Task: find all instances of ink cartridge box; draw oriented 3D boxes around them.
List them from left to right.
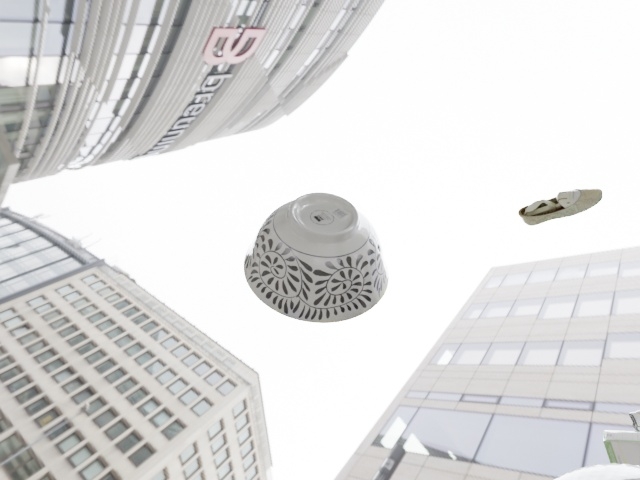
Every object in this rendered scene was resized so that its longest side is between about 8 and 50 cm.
[{"bbox_3d":[0.864,0.564,1.051,0.235,0.056,0.171,-17,-85,39],"label":"ink cartridge box"}]

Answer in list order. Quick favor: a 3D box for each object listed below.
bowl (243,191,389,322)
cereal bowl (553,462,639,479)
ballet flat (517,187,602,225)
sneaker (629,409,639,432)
[{"bbox_3d":[0.000,0.000,0.467,0.170,0.170,0.080,31,-43,24],"label":"bowl"},{"bbox_3d":[0.397,0.466,0.562,0.339,0.339,0.141,55,-7,5],"label":"cereal bowl"},{"bbox_3d":[0.504,-0.074,0.903,0.052,0.057,0.168,33,-36,-22],"label":"ballet flat"},{"bbox_3d":[0.879,0.500,1.153,0.044,0.040,0.109,-29,-58,9],"label":"sneaker"}]
